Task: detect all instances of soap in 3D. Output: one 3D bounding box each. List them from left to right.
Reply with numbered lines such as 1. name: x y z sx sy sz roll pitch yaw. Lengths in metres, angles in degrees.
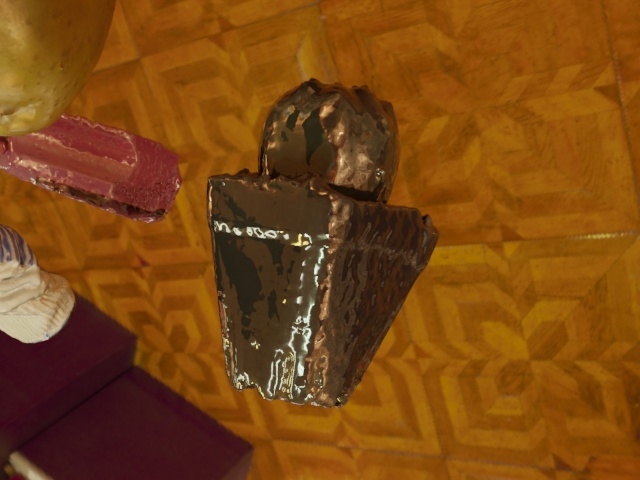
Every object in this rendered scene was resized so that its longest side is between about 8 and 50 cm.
1. soap: -0.335 -0.113 1.063 0.182 0.289 0.112 14 85 62

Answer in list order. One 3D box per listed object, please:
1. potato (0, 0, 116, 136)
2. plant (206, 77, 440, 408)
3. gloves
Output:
1. potato: -0.182 -0.234 0.377 0.195 0.176 0.369 -25 74 51
2. plant: 0.000 0.000 0.617 0.141 0.164 0.256 5 85 40
3. gloves: -0.312 0.020 0.668 0.119 0.229 0.097 -4 68 30
